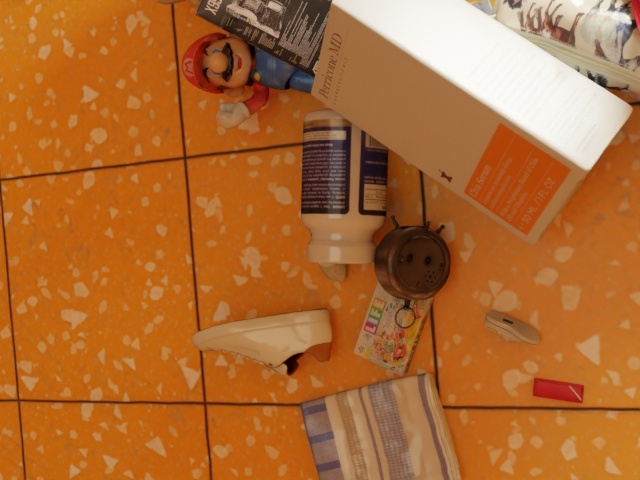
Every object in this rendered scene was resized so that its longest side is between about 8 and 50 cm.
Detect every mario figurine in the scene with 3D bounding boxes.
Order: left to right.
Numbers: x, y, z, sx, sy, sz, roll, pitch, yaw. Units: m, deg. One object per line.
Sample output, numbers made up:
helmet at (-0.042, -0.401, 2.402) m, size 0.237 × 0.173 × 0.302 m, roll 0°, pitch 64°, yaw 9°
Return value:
mario figurine at (-0.110, -0.317, 1.717) m, size 0.321 × 0.170 × 0.198 m, roll 3°, pitch 60°, yaw 18°

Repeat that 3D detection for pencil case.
pencil case at (0.456, -0.295, 1.440) m, size 0.410 × 0.183 × 0.160 m, roll 25°, pitch 129°, yaw 22°

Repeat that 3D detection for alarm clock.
alarm clock at (0.160, 0.058, 1.630) m, size 0.064 × 0.129 × 0.192 m, roll -172°, pitch 91°, yaw -67°

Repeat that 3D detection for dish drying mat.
dish drying mat at (0.402, 0.254, 1.595) m, size 0.083 × 0.008 × 0.032 m, roll 5°, pitch 96°, yaw 25°

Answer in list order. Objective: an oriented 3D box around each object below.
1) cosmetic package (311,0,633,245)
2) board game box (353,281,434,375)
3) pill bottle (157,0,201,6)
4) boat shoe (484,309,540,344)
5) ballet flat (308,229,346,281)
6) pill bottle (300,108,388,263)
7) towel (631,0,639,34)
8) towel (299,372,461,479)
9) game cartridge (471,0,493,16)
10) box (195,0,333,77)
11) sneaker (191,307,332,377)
cosmetic package at (0.222, -0.220, 1.481) m, size 0.453 × 0.161 × 0.230 m, roll 36°, pitch 151°, yaw 12°
board game box at (0.132, 0.154, 1.710) m, size 0.103 × 0.026 × 0.154 m, roll 23°, pitch 103°, yaw 23°
pill bottle at (-0.161, -0.533, 1.724) m, size 0.334 × 0.188 × 0.188 m, roll -4°, pitch 91°, yaw 26°
boat shoe at (0.327, 0.157, 1.616) m, size 0.100 × 0.035 × 0.035 m, roll 24°, pitch 130°, yaw 19°
ballet flat at (0.000, 0.000, 1.751) m, size 0.057 × 0.052 × 0.168 m, roll -21°, pitch 84°, yaw 28°
pill bottle at (0.042, -0.092, 1.663) m, size 0.153 × 0.153 × 0.264 m, roll 2°, pitch 90°, yaw 26°
towel at (0.584, -0.347, 1.352) m, size 0.275 × 0.031 × 0.199 m, roll -3°, pitch 52°, yaw 2°
towel at (0.106, 0.369, 1.732) m, size 0.285 × 0.034 × 0.209 m, roll -17°, pitch 85°, yaw 26°
game cartridge at (0.262, -0.377, 1.624) m, size 0.083 × 0.017 × 0.056 m, roll -24°, pitch 86°, yaw 25°
box at (-0.035, -0.456, 1.556) m, size 0.242 × 0.076 × 0.307 m, roll 27°, pitch 114°, yaw -5°
sneaker at (-0.115, 0.206, 1.788) m, size 0.290 × 0.106 × 0.123 m, roll -10°, pitch 86°, yaw 25°
